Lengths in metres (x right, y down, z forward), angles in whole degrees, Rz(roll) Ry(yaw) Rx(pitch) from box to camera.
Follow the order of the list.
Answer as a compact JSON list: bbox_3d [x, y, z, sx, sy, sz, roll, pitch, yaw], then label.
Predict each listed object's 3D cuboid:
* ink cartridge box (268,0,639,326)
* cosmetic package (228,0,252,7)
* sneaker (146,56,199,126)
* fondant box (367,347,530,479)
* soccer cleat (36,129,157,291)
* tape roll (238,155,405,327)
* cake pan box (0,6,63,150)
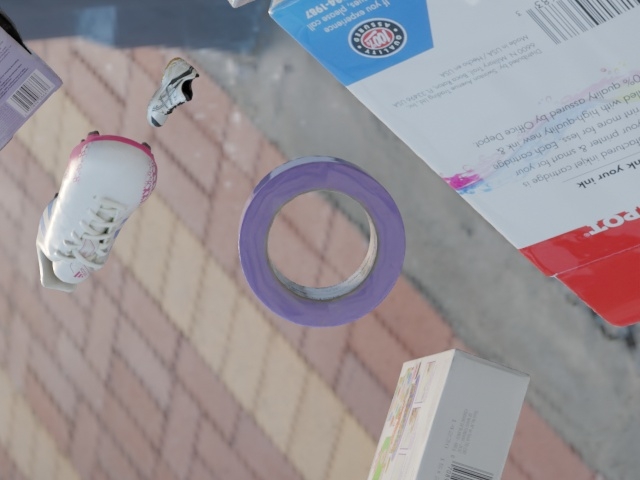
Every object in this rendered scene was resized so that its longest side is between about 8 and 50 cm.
[{"bbox_3d":[0.108,-0.069,0.633,0.134,0.231,0.078,-22,42,36],"label":"ink cartridge box"},{"bbox_3d":[-0.127,-0.491,1.946,0.365,0.155,0.197,55,146,12],"label":"cosmetic package"},{"bbox_3d":[-0.155,-0.150,1.698,0.037,0.032,0.083,32,119,12],"label":"sneaker"},{"bbox_3d":[0.133,0.261,1.893,0.330,0.096,0.238,141,147,-79],"label":"fondant box"},{"bbox_3d":[-0.289,-0.025,2.060,0.331,0.116,0.143,137,145,-63],"label":"soccer cleat"},{"bbox_3d":[0.000,0.000,1.836,0.080,0.189,0.189,-110,15,-80],"label":"tape roll"},{"bbox_3d":[-0.477,-0.183,1.955,0.267,0.246,0.070,-47,50,1],"label":"cake pan box"}]
